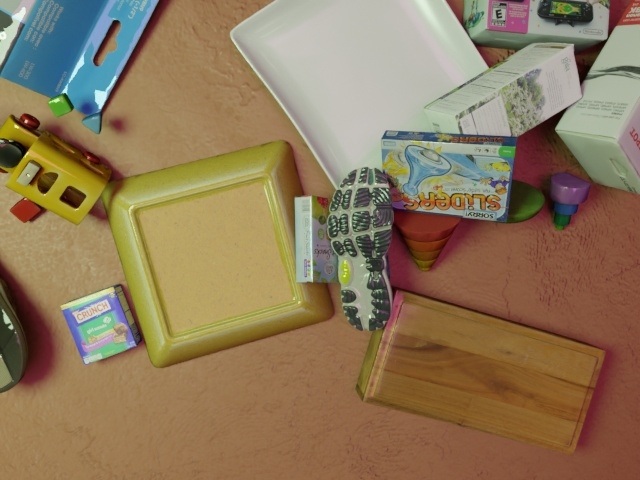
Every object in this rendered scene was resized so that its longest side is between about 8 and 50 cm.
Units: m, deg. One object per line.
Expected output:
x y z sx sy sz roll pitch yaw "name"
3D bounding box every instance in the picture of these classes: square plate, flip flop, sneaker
0.083 -0.300 0.881 0.344 0.049 0.347 -36 97 -4 "square plate"
-0.538 0.106 0.815 0.112 0.080 0.277 -31 82 0 "flip flop"
0.072 0.013 0.867 0.107 0.110 0.275 1 101 11 "sneaker"

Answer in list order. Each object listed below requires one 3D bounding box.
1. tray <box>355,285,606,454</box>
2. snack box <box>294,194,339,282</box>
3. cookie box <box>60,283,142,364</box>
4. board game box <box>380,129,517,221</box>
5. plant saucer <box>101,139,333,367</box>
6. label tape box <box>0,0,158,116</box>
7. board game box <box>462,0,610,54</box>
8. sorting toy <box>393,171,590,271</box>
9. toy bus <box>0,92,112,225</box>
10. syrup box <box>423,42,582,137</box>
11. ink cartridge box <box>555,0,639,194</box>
0.291 0.236 0.928 0.411 0.076 0.202 17 91 -7 "tray"
0.000 0.000 0.855 0.037 0.100 0.141 -3 85 34 "snack box"
-0.363 0.138 0.852 0.092 0.040 0.107 -20 95 -5 "cookie box"
0.200 -0.104 0.818 0.201 0.035 0.136 7 130 21 "board game box"
-0.167 0.025 0.852 0.333 0.081 0.332 -15 95 -7 "plant saucer"
-0.456 -0.378 0.764 0.348 0.115 0.249 30 96 -7 "label tape box"
0.377 -0.495 0.885 0.224 0.097 0.303 2 93 -9 "board game box"
0.303 -0.025 0.917 0.366 0.127 0.126 -12 124 -9 "sorting toy"
-0.424 -0.111 0.772 0.202 0.104 0.190 -12 117 -11 "toy bus"
0.302 -0.229 0.846 0.237 0.096 0.093 -32 119 -8 "syrup box"
0.553 -0.243 0.877 0.197 0.114 0.272 32 88 -37 "ink cartridge box"
